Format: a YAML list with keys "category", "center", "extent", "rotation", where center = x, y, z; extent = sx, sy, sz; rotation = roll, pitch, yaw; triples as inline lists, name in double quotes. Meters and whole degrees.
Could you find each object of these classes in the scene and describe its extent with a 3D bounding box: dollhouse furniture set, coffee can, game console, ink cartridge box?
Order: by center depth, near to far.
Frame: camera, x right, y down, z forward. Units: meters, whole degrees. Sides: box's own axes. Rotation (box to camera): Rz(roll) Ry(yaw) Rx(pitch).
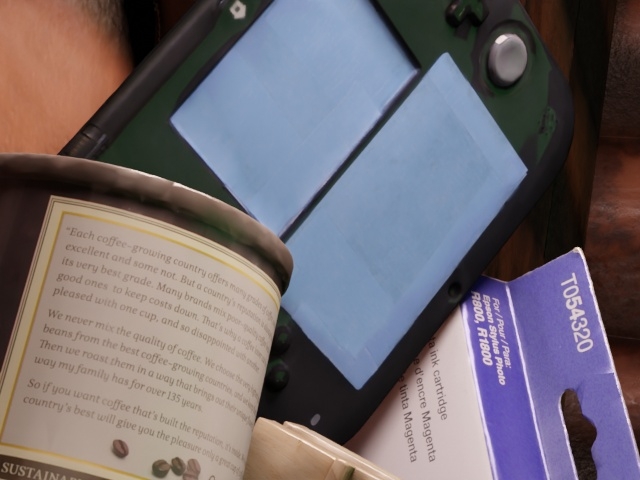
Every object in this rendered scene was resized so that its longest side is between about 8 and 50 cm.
- category: "coffee can"
  center: [-0.139, 0.119, 0.709]
  extent: [0.201, 0.202, 0.275]
  rotation: [54, 44, -62]
- category: "dollhouse furniture set"
  center: [-0.027, 0.316, 0.874]
  extent: [0.355, 0.174, 0.303]
  rotation: [-62, 170, -7]
- category: "game console"
  center: [0.017, -0.060, 0.981]
  extent: [0.386, 0.060, 0.342]
  rotation: [-51, 132, -15]
- category: "ink cartridge box"
  center: [0.085, 0.191, 1.059]
  extent: [0.071, 0.330, 0.324]
  rotation: [32, 38, -41]

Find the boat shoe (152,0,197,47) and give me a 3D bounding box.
- category: "boat shoe"
  center: [-0.095, -0.199, 0.969]
  extent: [0.095, 0.095, 0.257]
  rotation: [13, 82, -47]
